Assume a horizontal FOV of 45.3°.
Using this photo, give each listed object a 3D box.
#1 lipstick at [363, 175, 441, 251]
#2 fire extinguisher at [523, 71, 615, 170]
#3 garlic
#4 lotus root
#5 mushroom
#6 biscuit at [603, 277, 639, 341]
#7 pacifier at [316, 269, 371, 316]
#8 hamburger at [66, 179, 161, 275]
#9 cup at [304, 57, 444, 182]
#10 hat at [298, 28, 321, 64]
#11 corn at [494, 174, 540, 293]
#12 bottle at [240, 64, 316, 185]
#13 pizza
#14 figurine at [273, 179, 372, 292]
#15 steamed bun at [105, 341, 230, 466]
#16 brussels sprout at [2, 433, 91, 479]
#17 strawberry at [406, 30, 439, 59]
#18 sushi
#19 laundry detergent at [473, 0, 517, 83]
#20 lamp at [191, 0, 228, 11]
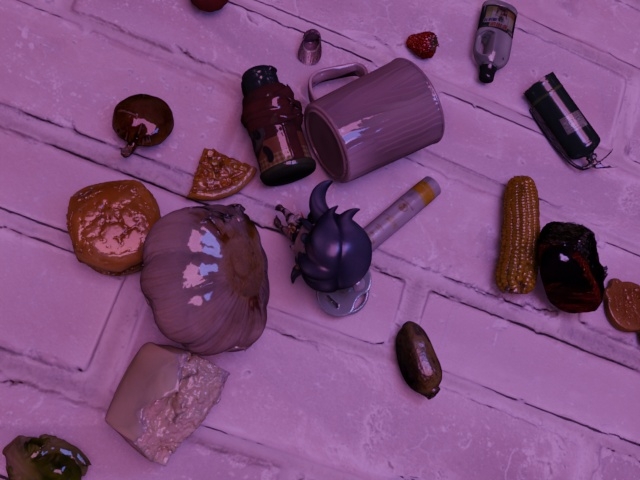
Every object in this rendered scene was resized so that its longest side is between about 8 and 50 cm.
[{"bbox_3d":[0.176,-0.055,1.812,0.264,0.059,0.059,-40,87,-20],"label":"lipstick"},{"bbox_3d":[0.642,-0.287,1.972,0.118,0.093,0.294,-34,85,7],"label":"fire extinguisher"},{"bbox_3d":[-0.227,0.081,1.573,0.321,0.241,0.322,3,85,-33],"label":"garlic"},{"bbox_3d":[0.217,0.268,1.719,0.080,0.089,0.179,-4,67,-45],"label":"lotus root"},{"bbox_3d":[-0.404,-0.258,1.718,0.135,0.080,0.171,19,68,3],"label":"mushroom"},{"bbox_3d":[0.801,0.180,1.911,0.225,0.036,0.166,17,71,-6],"label":"biscuit"},{"bbox_3d":[0.067,0.105,1.714,0.150,0.116,0.127,-43,103,-23],"label":"pacifier"},{"bbox_3d":[-0.435,-0.026,1.638,0.213,0.108,0.214,4,70,-10],"label":"hamburger"},{"bbox_3d":[0.108,-0.304,1.781,0.273,0.208,0.288,-28,91,-17],"label":"cup"},{"bbox_3d":[-0.025,-0.478,1.893,0.058,0.042,0.087,5,108,-4],"label":"hat"},{"bbox_3d":[0.483,-0.018,1.854,0.101,0.102,0.313,13,73,-10],"label":"corn"},{"bbox_3d":[-0.110,-0.267,1.762,0.156,0.143,0.271,-21,82,22],"label":"bottle"},{"bbox_3d":[-0.233,-0.157,1.751,0.178,0.041,0.131,-11,77,-16],"label":"pizza"},{"bbox_3d":[0.006,-0.001,1.663,0.197,0.175,0.265,-19,45,2],"label":"figurine"},{"bbox_3d":[-0.309,0.326,1.536,0.200,0.170,0.226,28,72,-11],"label":"steamed bun"},{"bbox_3d":[-0.536,0.454,1.490,0.181,0.100,0.139,37,90,-13],"label":"brussels sprout"},{"bbox_3d":[0.260,-0.499,1.955,0.083,0.073,0.073,11,69,28],"label":"strawberry"},{"bbox_3d":[0.585,0.062,1.800,0.225,0.136,0.126,54,42,-34],"label":"sushi"},{"bbox_3d":[0.448,-0.512,1.995,0.099,0.070,0.226,20,72,-16],"label":"laundry detergent"},{"bbox_3d":[-0.267,-0.596,1.834,0.101,0.090,0.101,2,79,-12],"label":"lamp"}]
